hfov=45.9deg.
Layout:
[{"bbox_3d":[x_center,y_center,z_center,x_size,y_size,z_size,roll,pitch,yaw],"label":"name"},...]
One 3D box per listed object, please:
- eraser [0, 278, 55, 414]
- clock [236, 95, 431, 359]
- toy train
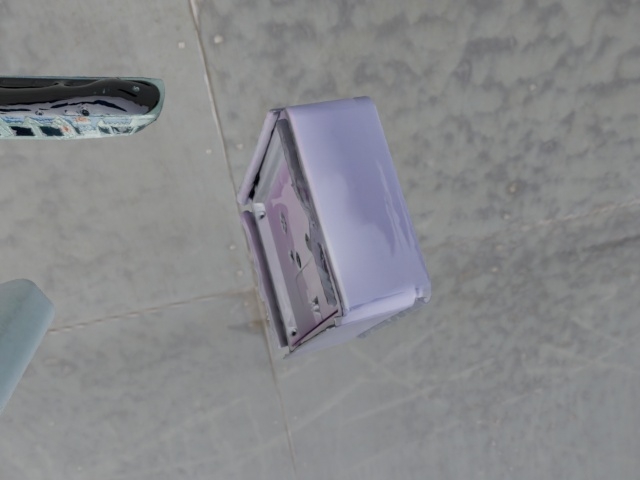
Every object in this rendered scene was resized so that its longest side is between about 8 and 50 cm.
[{"bbox_3d":[-0.397,0.163,0.796,0.189,0.290,0.104,-38,109,9],"label":"eraser"},{"bbox_3d":[-0.001,-0.001,0.540,0.073,0.144,0.193,-12,168,-15],"label":"clock"},{"bbox_3d":[-0.220,-0.102,0.579,0.208,0.043,0.047,1,148,4],"label":"toy train"}]
